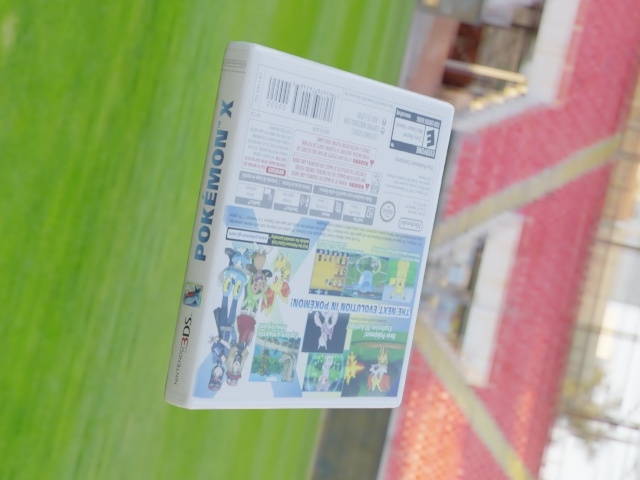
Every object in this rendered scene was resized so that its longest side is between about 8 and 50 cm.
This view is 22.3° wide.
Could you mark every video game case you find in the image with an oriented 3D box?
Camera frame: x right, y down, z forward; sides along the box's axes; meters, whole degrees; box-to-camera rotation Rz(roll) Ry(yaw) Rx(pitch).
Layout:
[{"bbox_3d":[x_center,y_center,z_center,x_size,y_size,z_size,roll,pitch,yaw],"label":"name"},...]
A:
[{"bbox_3d":[0.000,0.000,1.437,0.329,0.036,0.300,8,92,-56],"label":"video game case"}]
